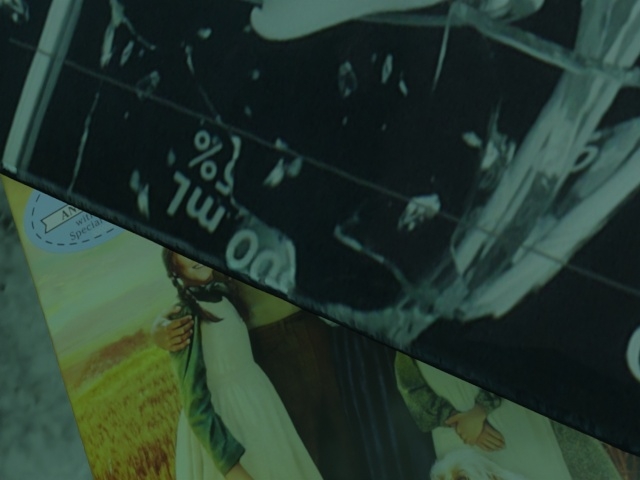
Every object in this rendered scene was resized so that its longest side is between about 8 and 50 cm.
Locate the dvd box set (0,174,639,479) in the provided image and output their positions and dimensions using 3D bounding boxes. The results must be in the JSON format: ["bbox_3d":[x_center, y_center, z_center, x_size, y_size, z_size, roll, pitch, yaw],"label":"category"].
[{"bbox_3d":[0.000,0.000,0.980,0.307,0.062,0.420,-26,69,16],"label":"dvd box set"}]

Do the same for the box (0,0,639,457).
[{"bbox_3d":[0.186,-0.160,0.706,0.480,0.297,0.472,22,96,28],"label":"box"}]
